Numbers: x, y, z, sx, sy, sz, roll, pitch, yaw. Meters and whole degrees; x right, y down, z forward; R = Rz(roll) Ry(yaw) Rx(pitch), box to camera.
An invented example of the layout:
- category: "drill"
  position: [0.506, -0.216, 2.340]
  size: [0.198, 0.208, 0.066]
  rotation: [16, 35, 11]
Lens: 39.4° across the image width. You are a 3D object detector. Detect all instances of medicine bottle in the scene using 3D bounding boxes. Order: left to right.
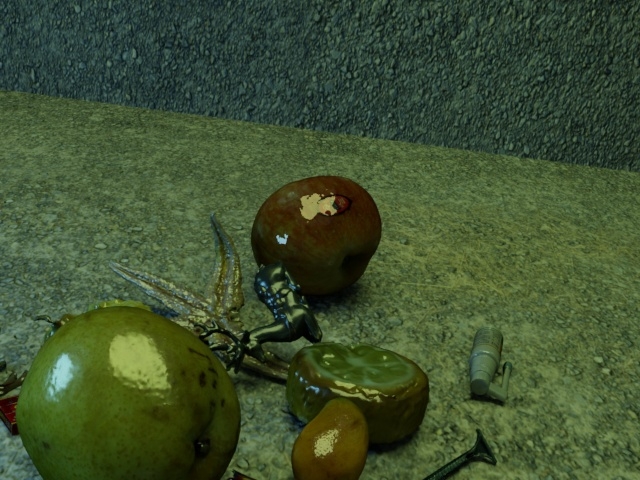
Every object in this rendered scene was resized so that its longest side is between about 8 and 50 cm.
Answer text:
- category: "medicine bottle"
  position: [0.343, 0.250, 1.796]
  size: [0.092, 0.061, 0.221]
  rotation: [30, 25, 4]

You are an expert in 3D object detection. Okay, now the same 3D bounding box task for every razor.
- category: "razor"
  position: [0.215, 0.375, 1.469]
  size: [0.190, 0.033, 0.066]
  rotation: [-18, 74, -43]

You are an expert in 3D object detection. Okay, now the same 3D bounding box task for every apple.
- category: "apple"
  position: [0.000, 0.000, 2.034]
  size: [0.309, 0.278, 0.250]
  rotation: [-22, 41, -7]

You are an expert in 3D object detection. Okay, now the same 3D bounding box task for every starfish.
- category: "starfish"
  position: [-0.247, 0.127, 1.792]
  size: [0.383, 0.132, 0.398]
  rotation: [5, 45, -10]

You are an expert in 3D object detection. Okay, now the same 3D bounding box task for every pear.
- category: "pear"
  position: [-0.259, 0.250, 1.249]
  size: [0.303, 0.304, 0.304]
  rotation: [7, 21, -3]

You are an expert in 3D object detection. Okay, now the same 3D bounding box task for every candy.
- category: "candy"
  position: [0.067, 0.261, 1.586]
  size: [0.259, 0.118, 0.260]
  rotation: [8, 19, -3]

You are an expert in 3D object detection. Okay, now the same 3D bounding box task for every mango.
- category: "mango"
  position: [0.021, 0.327, 1.398]
  size: [0.115, 0.089, 0.165]
  rotation: [38, 48, 13]

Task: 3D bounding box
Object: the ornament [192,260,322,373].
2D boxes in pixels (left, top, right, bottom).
- category: "ornament"
  position: [-0.138, 0.144, 1.669]
  size: [0.236, 0.080, 0.202]
  rotation: [-19, 58, -23]

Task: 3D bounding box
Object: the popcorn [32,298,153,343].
- category: "popcorn"
  position: [-0.377, 0.176, 1.573]
  size: [0.195, 0.169, 0.173]
  rotation: [20, -3, 21]

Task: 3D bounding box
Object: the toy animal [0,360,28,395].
- category: "toy animal"
  position: [-0.652, 0.210, 1.510]
  size: [0.259, 0.087, 0.243]
  rotation: [-7, 24, -41]

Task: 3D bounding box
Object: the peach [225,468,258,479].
- category: "peach"
  position: [-0.035, 0.432, 1.009]
  size: [0.361, 0.201, 0.258]
  rotation: [33, -9, 22]

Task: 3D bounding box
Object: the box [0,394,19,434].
- category: "box"
  position: [-0.493, 0.283, 1.461]
  size: [0.051, 0.023, 0.082]
  rotation: [-8, 26, -37]
